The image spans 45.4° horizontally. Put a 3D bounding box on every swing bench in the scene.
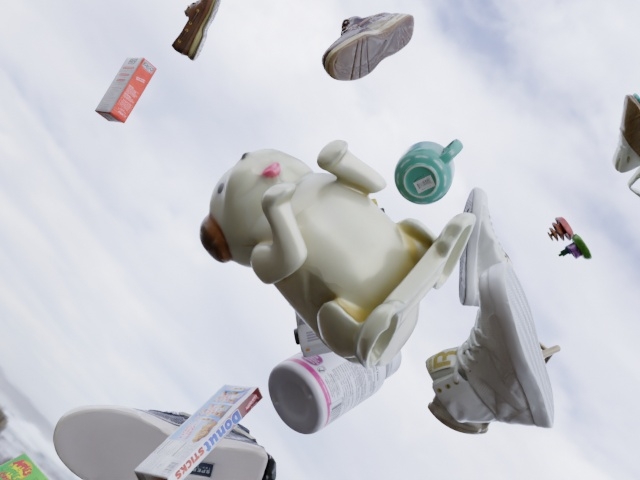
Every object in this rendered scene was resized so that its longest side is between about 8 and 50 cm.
[{"bbox_3d":[0.426,0.347,1.918,0.165,0.254,0.253,42,-32,23],"label":"swing bench"}]

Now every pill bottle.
[{"bbox_3d":[0.038,0.285,1.650,0.160,0.283,0.160,19,-61,39],"label":"pill bottle"}]

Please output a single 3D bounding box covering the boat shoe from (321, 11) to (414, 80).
[{"bbox_3d":[0.103,-0.519,1.991,0.123,0.342,0.123,31,-39,27],"label":"boat shoe"}]

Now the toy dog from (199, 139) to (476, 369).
[{"bbox_3d":[0.000,0.000,1.270,0.408,0.284,0.395,36,-19,16],"label":"toy dog"}]

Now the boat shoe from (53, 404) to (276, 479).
[{"bbox_3d":[-0.247,0.323,1.204,0.340,0.127,0.158,21,-2,-18],"label":"boat shoe"}]

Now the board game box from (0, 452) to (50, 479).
[{"bbox_3d":[-0.461,0.420,1.204,0.181,0.092,0.043,27,-54,35],"label":"board game box"}]

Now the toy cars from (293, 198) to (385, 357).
[{"bbox_3d":[0.040,0.055,1.586,0.176,0.394,0.087,22,-27,26],"label":"toy cars"}]

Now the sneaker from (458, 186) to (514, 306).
[{"bbox_3d":[0.403,0.017,1.851,0.123,0.290,0.106,4,-7,-3],"label":"sneaker"}]

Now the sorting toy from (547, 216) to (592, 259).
[{"bbox_3d":[0.433,0.005,1.346,0.061,0.042,0.102,51,10,-46],"label":"sorting toy"}]

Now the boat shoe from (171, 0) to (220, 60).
[{"bbox_3d":[-0.243,-0.451,1.527,0.060,0.178,0.064,24,8,-6],"label":"boat shoe"}]

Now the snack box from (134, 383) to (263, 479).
[{"bbox_3d":[-0.150,0.241,0.964,0.064,0.178,0.022,-5,-66,39],"label":"snack box"}]

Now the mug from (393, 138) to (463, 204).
[{"bbox_3d":[0.228,-0.155,1.669,0.129,0.097,0.158,17,-64,9],"label":"mug"}]

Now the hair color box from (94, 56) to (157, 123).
[{"bbox_3d":[-0.413,-0.320,1.625,0.072,0.141,0.043,15,-17,45],"label":"hair color box"}]

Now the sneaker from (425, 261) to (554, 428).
[{"bbox_3d":[0.219,0.161,1.074,0.169,0.108,0.293,-6,-55,25],"label":"sneaker"}]

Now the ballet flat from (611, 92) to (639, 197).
[{"bbox_3d":[0.719,-0.164,1.671,0.124,0.116,0.342,-34,-62,24],"label":"ballet flat"}]
